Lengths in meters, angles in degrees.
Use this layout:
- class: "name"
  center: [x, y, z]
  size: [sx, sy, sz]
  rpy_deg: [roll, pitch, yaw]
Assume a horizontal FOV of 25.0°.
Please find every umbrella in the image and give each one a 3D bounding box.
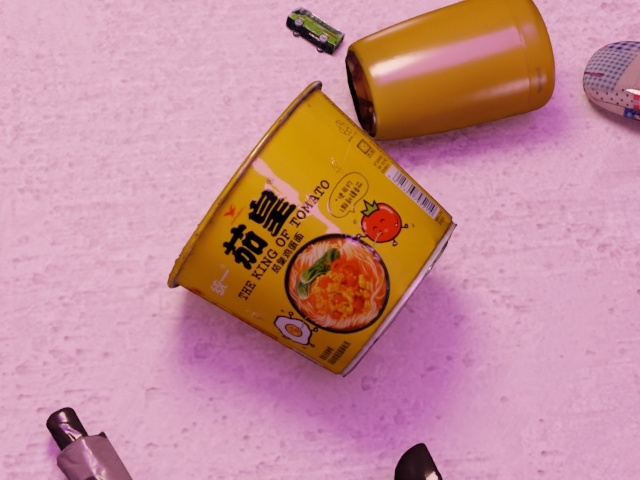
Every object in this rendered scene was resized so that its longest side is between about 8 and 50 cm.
- class: "umbrella"
  center: [-0.238, 0.348, 1.761]
  size: [0.073, 0.067, 0.337]
  rpy_deg: [-42, 71, 26]

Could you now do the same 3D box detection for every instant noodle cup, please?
- class: "instant noodle cup"
  center: [0.000, 0.000, 1.816]
  size: [0.254, 0.325, 0.326]
  rpy_deg: [36, 68, 0]

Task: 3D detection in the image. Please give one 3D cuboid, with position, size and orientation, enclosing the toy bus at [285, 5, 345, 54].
- class: "toy bus"
  center: [-0.008, -0.303, 2.081]
  size: [0.083, 0.031, 0.037]
  rpy_deg: [34, 63, 9]

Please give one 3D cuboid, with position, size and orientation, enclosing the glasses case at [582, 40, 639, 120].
- class: "glasses case"
  center: [0.530, -0.206, 2.025]
  size: [0.327, 0.076, 0.125]
  rpy_deg: [16, 51, 22]

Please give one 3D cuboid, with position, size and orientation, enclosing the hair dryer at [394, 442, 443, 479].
- class: "hair dryer"
  center: [0.054, 0.445, 1.754]
  size: [0.320, 0.156, 0.284]
  rpy_deg: [-29, 92, -3]

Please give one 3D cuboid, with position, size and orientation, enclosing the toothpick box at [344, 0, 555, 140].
- class: "toothpick box"
  center: [0.170, -0.234, 1.993]
  size: [0.271, 0.175, 0.175]
  rpy_deg: [-16, 69, -8]
